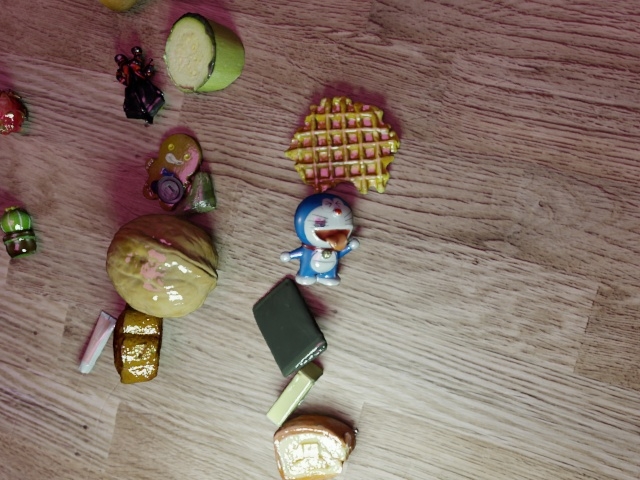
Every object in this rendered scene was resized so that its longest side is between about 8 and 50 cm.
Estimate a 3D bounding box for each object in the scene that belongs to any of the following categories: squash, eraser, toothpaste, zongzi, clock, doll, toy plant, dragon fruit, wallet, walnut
[{"bbox_3d":[-0.347,-0.536,1.507,0.220,0.133,0.220,5,101,28],"label":"squash"},{"bbox_3d":[-0.071,0.430,1.465,0.058,0.117,0.172,38,100,13],"label":"eraser"},{"bbox_3d":[-0.712,0.327,1.652,0.067,0.043,0.194,27,92,13],"label":"toothpaste"},{"bbox_3d":[-0.383,-0.152,1.521,0.131,0.062,0.154,-11,97,-3],"label":"zongzi"},{"bbox_3d":[-0.445,-0.150,1.541,0.085,0.017,0.085,2,100,9],"label":"clock"},{"bbox_3d":[-0.539,-0.456,1.556,0.127,0.088,0.248,-32,75,33],"label":"doll"},{"bbox_3d":[-0.974,-0.029,1.669,0.093,0.093,0.162,-15,90,13],"label":"toy plant"},{"bbox_3d":[-1.008,-0.410,1.646,0.136,0.133,0.165,-26,87,-29],"label":"dragon fruit"},{"bbox_3d":[-0.090,0.240,1.463,0.169,0.052,0.245,-41,57,14],"label":"wallet"},{"bbox_3d":[0.000,0.000,1.408,0.215,0.161,0.256,-1,105,-14],"label":"doll"},{"bbox_3d":[-0.436,0.070,1.462,0.313,0.277,0.252,17,127,7],"label":"walnut"}]

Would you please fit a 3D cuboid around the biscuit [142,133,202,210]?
[{"bbox_3d":[-0.447,-0.211,1.566,0.180,0.039,0.236,30,97,11],"label":"biscuit"}]

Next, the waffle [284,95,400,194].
[{"bbox_3d":[0.059,-0.251,1.433,0.301,0.058,0.281,21,98,11],"label":"waffle"}]

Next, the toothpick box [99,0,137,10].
[{"bbox_3d":[-0.508,-0.780,1.480,0.295,0.192,0.192,-18,88,19],"label":"toothpick box"}]

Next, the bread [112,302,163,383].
[{"bbox_3d":[-0.536,0.301,1.515,0.135,0.232,0.246,5,104,-13],"label":"bread"}]

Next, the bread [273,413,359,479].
[{"bbox_3d":[-0.017,0.581,1.456,0.244,0.123,0.190,-17,91,12],"label":"bread"}]
